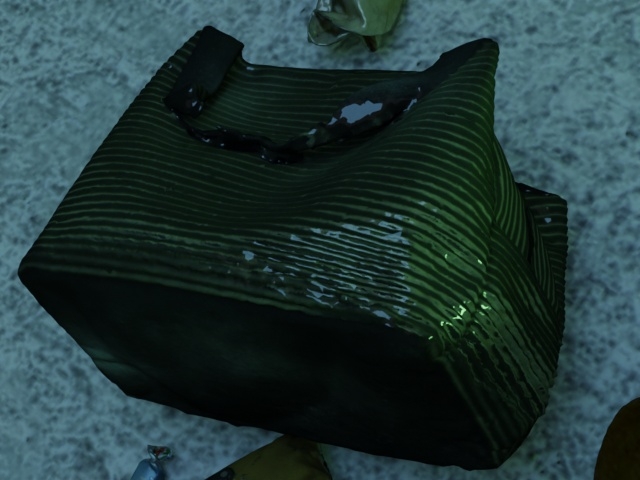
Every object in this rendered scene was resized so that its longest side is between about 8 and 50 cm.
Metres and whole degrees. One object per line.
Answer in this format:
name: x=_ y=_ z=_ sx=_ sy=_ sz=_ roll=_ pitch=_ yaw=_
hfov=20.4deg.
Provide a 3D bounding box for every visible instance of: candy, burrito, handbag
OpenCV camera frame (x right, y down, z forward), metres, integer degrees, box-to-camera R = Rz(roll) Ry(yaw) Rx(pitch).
candy: x=-0.135 y=0.185 z=1.291 sx=0.030 sy=0.020 sz=0.083 roll=20 pitch=77 yaw=23
burrito: x=0.049 y=-0.244 z=1.373 sx=0.087 sy=0.060 sz=0.226 roll=12 pitch=73 yaw=28
handbag: x=0.000 y=0.000 z=1.185 sx=0.341 sy=0.247 sz=0.240 roll=6 pitch=59 yaw=27

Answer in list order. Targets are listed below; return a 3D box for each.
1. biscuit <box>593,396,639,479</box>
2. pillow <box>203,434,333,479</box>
biscuit: x=0.222 y=0.241 z=1.010 sx=0.367 sy=0.063 sz=0.314 roll=-35 pitch=57 yaw=51
pillow: x=-0.091 y=0.275 z=1.142 sx=0.310 sy=0.119 sz=0.312 roll=-27 pitch=34 yaw=-1
